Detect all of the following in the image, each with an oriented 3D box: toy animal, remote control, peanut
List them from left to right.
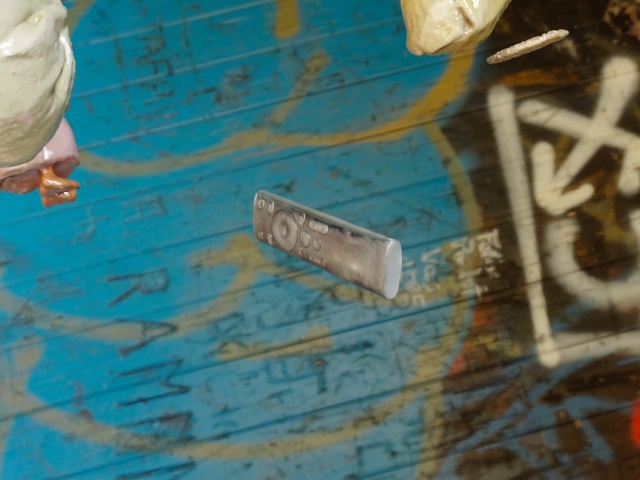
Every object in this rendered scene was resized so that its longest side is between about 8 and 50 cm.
[{"bbox_3d":[-0.517,-0.203,1.503,0.195,0.169,0.281,146,-63,-70],"label":"toy animal"},{"bbox_3d":[0.000,0.000,1.528,0.378,0.044,0.107,23,-68,46],"label":"remote control"},{"bbox_3d":[0.221,-0.389,1.161,0.174,0.340,0.158,41,-1,19],"label":"peanut"}]

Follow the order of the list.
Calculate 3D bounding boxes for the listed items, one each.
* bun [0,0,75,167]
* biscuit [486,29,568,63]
[{"bbox_3d":[-0.452,-0.278,1.114,0.365,0.219,0.365,50,-17,21],"label":"bun"},{"bbox_3d":[0.295,-0.277,1.216,0.120,0.120,0.015,-135,-155,-85],"label":"biscuit"}]
